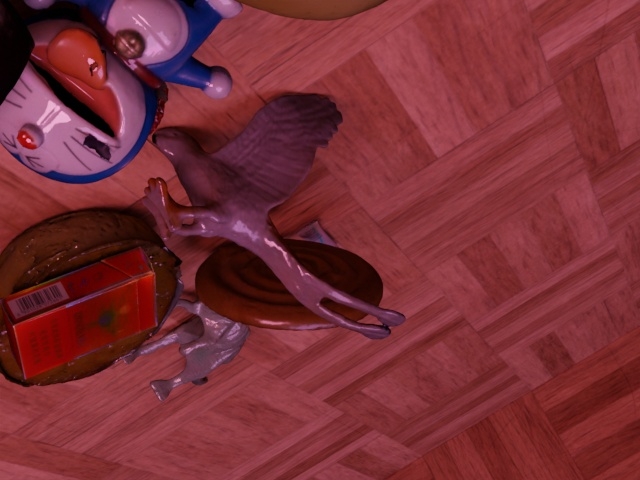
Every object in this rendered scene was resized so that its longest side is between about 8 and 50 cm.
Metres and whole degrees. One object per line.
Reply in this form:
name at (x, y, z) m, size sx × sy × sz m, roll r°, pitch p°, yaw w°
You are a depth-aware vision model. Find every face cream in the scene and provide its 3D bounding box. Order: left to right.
face cream at (0.000, 0.000, 1.595) m, size 0.038 × 0.020 × 0.115 m, roll -32°, pitch 151°, yaw 9°

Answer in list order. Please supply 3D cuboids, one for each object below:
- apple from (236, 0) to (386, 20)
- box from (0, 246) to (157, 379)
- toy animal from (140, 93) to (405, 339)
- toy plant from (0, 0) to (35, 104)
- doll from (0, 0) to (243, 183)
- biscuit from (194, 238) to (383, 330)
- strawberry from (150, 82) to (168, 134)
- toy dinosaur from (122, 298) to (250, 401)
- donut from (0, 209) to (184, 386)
apple at (-0.009, -0.309, 0.831) m, size 0.279 × 0.279 × 0.279 m, roll -22°, pitch 151°, yaw -13°
box at (-0.281, 0.084, 1.253) m, size 0.175 × 0.048 × 0.112 m, roll -21°, pitch 144°, yaw -24°
toy animal at (-0.076, -0.004, 1.244) m, size 0.302 × 0.284 × 0.225 m, roll 2°, pitch 142°, yaw -45°
toy plant at (-0.364, -0.179, 0.840) m, size 0.235 × 0.175 × 0.218 m, roll 37°, pitch 107°, yaw -30°
doll at (-0.193, -0.166, 0.991) m, size 0.215 × 0.161 × 0.257 m, roll 39°, pitch 97°, yaw -25°
biscuit at (-0.042, 0.051, 1.432) m, size 0.262 × 0.262 × 0.037 m, roll -11°, pitch 116°, yaw -30°
strawberry at (-0.204, -0.144, 1.120) m, size 0.083 × 0.083 × 0.096 m, roll -4°, pitch 150°, yaw -38°
toy dinosaur at (-0.193, 0.173, 1.649) m, size 0.205 × 0.092 × 0.393 m, roll -29°, pitch 150°, yaw -10°
donut at (-0.307, 0.062, 1.346) m, size 0.272 × 0.107 × 0.272 m, roll -26°, pitch 151°, yaw -16°
